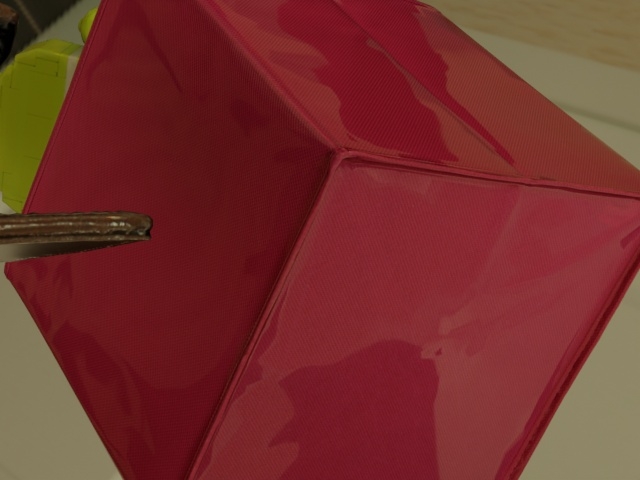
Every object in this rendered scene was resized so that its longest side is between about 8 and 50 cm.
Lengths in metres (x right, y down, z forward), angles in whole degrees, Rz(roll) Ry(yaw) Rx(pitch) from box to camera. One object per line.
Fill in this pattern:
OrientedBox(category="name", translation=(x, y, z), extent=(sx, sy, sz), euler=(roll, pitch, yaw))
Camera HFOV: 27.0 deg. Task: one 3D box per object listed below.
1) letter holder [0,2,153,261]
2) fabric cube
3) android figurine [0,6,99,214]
OrientedBox(category="letter holder", translation=(-0.199, -0.062, 0.520), extent=(0.214, 0.302, 0.152), euler=(0, 87, -26))
OrientedBox(category="fabric cube", translation=(0.000, 0.000, 0.801), extent=(0.259, 0.258, 0.254), euler=(6, 119, -38))
OrientedBox(category="android figurine", translation=(-0.193, -0.088, 1.221), extent=(0.056, 0.273, 0.248), euler=(-63, 164, -65))
